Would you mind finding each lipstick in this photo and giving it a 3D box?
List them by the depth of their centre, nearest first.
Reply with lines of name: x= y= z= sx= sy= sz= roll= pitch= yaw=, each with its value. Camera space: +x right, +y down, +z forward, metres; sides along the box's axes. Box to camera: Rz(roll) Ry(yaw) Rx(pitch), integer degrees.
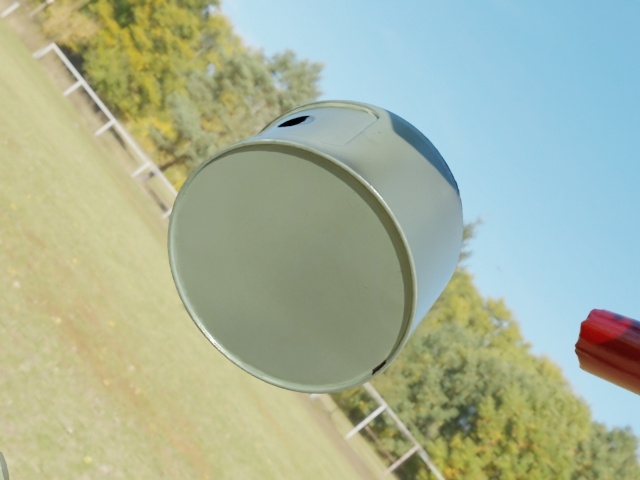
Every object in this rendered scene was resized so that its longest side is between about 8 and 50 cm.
lipstick: x=0.352 y=0.131 z=0.775 sx=0.280 sy=0.073 sz=0.073 roll=21 pitch=-27 yaw=48

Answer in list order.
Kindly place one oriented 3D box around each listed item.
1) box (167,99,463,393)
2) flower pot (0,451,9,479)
box: x=0.000 y=0.000 z=0.794 sx=0.226 sy=0.226 sz=0.149 roll=52 pitch=32 yaw=-3
flower pot: x=-0.272 y=0.119 z=0.410 sx=0.212 sy=0.203 sz=0.212 roll=22 pitch=-57 yaw=38
